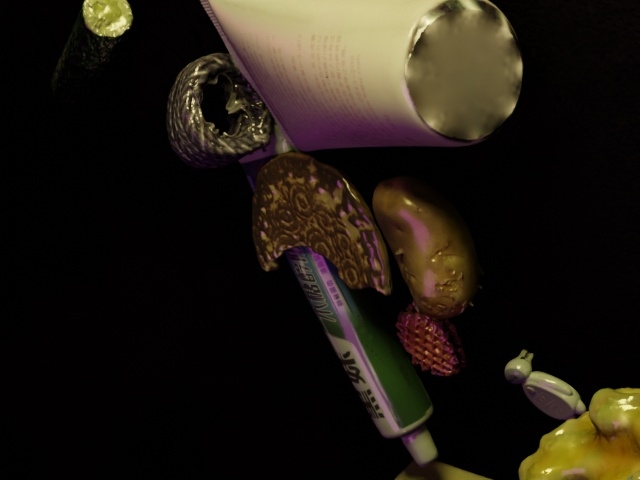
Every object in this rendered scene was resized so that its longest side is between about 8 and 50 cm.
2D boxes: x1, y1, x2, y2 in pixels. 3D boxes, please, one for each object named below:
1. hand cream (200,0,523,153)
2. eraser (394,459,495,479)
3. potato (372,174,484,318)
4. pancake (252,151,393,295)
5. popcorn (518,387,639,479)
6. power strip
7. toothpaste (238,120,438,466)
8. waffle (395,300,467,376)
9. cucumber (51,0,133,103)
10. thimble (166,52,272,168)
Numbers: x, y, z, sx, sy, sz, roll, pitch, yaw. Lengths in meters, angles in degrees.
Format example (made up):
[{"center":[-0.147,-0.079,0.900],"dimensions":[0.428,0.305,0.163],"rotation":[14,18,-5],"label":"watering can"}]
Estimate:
[{"center":[0.027,-0.144,1.429],"dimensions":[0.359,0.118,0.185],"rotation":[10,138,58],"label":"hand cream"},{"center":[0.167,0.301,1.774],"dimensions":[0.172,0.058,0.117],"rotation":[12,134,46],"label":"eraser"},{"center":[0.098,0.003,1.515],"dimensions":[0.138,0.070,0.091],"rotation":[68,162,-7],"label":"potato"},{"center":[0.000,0.000,1.604],"dimensions":[0.190,0.020,0.184],"rotation":[47,140,24],"label":"pancake"},{"center":[0.309,0.270,1.334],"dimensions":[0.335,0.279,0.274],"rotation":[52,-164,29],"label":"popcorn"},{"center":[0.211,0.134,1.566],"dimensions":[0.083,0.035,0.055],"rotation":[36,150,-3],"label":"power strip"},{"center":[0.022,0.059,1.685],"dimensions":[0.099,0.061,0.392],"rotation":[-11,111,56],"label":"toothpaste"},{"center":[0.108,0.095,1.649],"dimensions":[0.075,0.029,0.083],"rotation":[-13,111,54],"label":"waffle"},{"center":[-0.249,-0.194,1.772],"dimensions":[0.058,0.052,0.215],"rotation":[66,152,11],"label":"cucumber"},{"center":[-0.101,-0.123,1.609],"dimensions":[0.066,0.095,0.104],"rotation":[-15,101,57],"label":"thimble"}]
